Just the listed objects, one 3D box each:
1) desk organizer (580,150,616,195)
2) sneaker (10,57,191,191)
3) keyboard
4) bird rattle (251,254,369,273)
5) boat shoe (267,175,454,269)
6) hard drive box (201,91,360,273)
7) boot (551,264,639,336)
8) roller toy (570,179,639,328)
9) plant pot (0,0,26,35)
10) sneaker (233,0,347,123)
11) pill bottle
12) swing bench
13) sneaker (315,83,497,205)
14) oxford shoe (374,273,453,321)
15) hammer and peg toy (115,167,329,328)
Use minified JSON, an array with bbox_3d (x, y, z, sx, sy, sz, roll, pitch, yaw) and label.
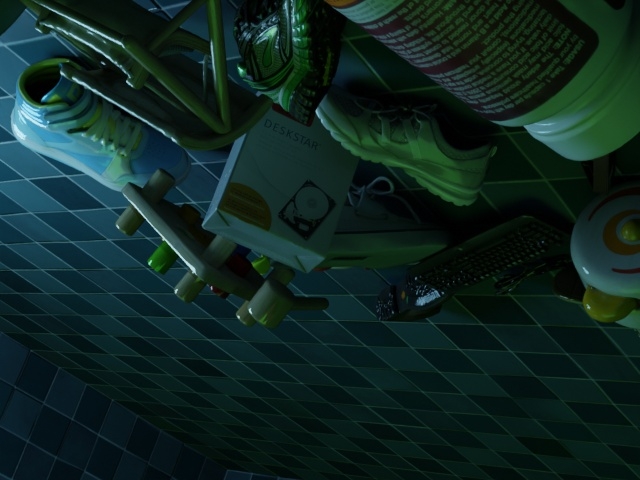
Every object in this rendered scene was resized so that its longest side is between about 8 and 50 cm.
[{"bbox_3d":[0.382,-0.118,1.627,0.050,0.047,0.130,13,155,19],"label":"desk organizer"},{"bbox_3d":[-0.364,-0.191,1.926,0.318,0.127,0.208,17,156,-3],"label":"sneaker"},{"bbox_3d":[0.311,0.037,1.972,0.201,0.033,0.317,17,153,-30],"label":"keyboard"},{"bbox_3d":[0.000,0.000,2.129,0.253,0.143,0.207,0,164,11],"label":"bird rattle"},{"bbox_3d":[0.061,-0.039,1.937,0.367,0.157,0.136,-1,163,-32],"label":"boat shoe"},{"bbox_3d":[-0.051,-0.096,1.764,0.181,0.232,0.089,24,155,-12],"label":"hard drive box"},{"bbox_3d":[0.513,0.106,1.977,0.213,0.077,0.165,0,152,31],"label":"boot"},{"bbox_3d":[0.460,0.017,1.676,0.209,0.191,0.146,-25,140,12],"label":"roller toy"},{"bbox_3d":[-0.497,-0.353,1.513,0.271,0.255,0.272,15,156,7],"label":"plant pot"},{"bbox_3d":[-0.049,-0.276,1.502,0.146,0.134,0.343,25,153,4],"label":"sneaker"},{"bbox_3d":[0.185,-0.262,1.246,0.392,0.224,0.224,32,153,-26],"label":"pill bottle"},{"bbox_3d":[-0.230,-0.252,1.509,0.253,0.165,0.255,30,156,33],"label":"swing bench"},{"bbox_3d":[0.126,-0.165,1.694,0.281,0.105,0.115,26,122,-6],"label":"sneaker"},{"bbox_3d":[0.200,0.103,2.220,0.096,0.083,0.227,8,163,-27],"label":"oxford shoe"},{"bbox_3d":[-0.156,0.050,1.930,0.361,0.127,0.266,44,-172,32],"label":"hammer and peg toy"}]
